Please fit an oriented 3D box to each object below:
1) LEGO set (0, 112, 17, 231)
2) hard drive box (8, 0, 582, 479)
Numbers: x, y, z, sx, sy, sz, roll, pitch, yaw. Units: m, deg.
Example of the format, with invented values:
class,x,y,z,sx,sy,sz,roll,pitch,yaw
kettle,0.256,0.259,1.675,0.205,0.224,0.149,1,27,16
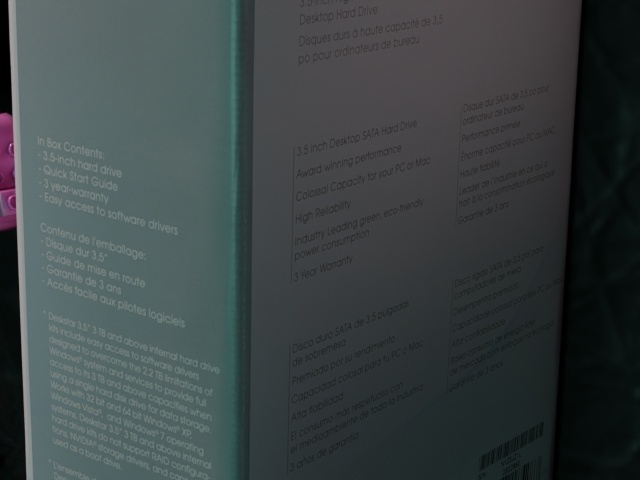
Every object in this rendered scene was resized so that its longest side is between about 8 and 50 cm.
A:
class,x,y,z,sx,sy,sz,roll,pitch,yaw
LEGO set,-0.112,-0.111,0.581,0.093,0.087,0.227,3,105,53
hard drive box,0.000,0.000,0.469,0.089,0.181,0.232,14,109,36
